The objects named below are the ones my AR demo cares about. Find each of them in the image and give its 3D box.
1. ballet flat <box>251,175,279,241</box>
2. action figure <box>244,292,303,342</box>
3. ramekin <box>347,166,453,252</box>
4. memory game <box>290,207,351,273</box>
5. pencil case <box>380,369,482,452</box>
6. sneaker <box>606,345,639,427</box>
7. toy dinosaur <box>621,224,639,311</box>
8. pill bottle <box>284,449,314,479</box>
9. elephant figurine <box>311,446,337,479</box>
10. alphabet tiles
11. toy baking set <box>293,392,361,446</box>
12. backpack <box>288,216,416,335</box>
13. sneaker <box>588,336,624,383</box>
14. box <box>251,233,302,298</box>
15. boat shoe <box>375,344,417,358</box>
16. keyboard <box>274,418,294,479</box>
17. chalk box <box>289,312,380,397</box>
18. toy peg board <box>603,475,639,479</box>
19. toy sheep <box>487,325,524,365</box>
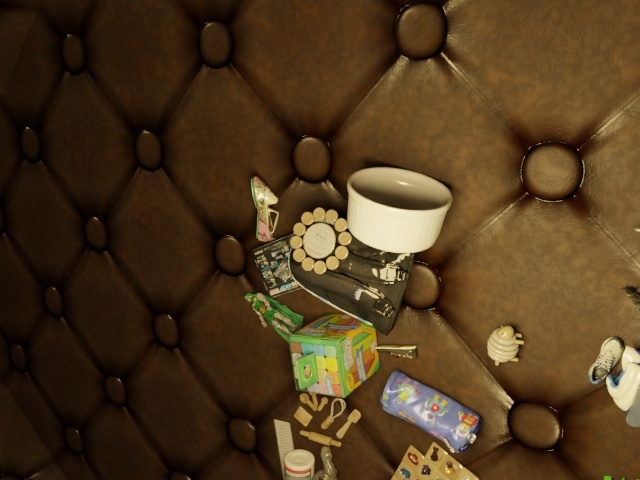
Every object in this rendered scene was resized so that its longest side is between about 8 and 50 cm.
[{"bbox_3d":[-0.173,-0.102,2.003,0.079,0.077,0.222,1,110,14],"label":"ballet flat"},{"bbox_3d":[-0.168,0.247,2.100,0.232,0.063,0.137,35,122,24],"label":"action figure"},{"bbox_3d":[0.200,-0.081,1.648,0.277,0.277,0.135,23,122,25],"label":"ramekin"},{"bbox_3d":[0.000,0.000,1.708,0.186,0.012,0.186,-4,81,25],"label":"memory game"},{"bbox_3d":[0.318,0.504,1.817,0.306,0.133,0.119,26,149,25],"label":"pencil case"},{"bbox_3d":[0.828,0.319,1.436,0.236,0.130,0.323,45,128,9],"label":"sneaker"},{"bbox_3d":[0.810,0.098,1.386,0.218,0.164,0.322,-40,59,18],"label":"toy dinosaur"},{"bbox_3d":[-0.074,0.839,2.174,0.108,0.108,0.180,11,108,30],"label":"pill bottle"},{"bbox_3d":[0.023,0.861,2.112,0.239,0.186,0.169,50,165,24],"label":"elephant figurine"},{"bbox_3d":[0.327,0.805,1.879,0.285,0.011,0.343,34,101,37],"label":"alphabet tiles"},{"bbox_3d":[0.015,0.605,2.099,0.256,0.030,0.197,13,110,29],"label":"toy baking set"},{"bbox_3d":[0.080,0.065,1.791,0.355,0.273,0.290,15,110,7],"label":"backpack"},{"bbox_3d":[0.714,0.305,1.551,0.052,0.058,0.135,27,116,24],"label":"sneaker"},{"bbox_3d":[-0.105,0.077,2.014,0.220,0.051,0.175,-22,91,35],"label":"box"},{"bbox_3d":[0.228,0.336,1.875,0.133,0.049,0.042,-2,94,29],"label":"boat shoe"},{"bbox_3d":[-0.122,0.769,2.243,0.072,0.014,0.256,-1,102,33],"label":"keyboard"},{"bbox_3d":[0.030,0.349,1.859,0.179,0.289,0.180,0,104,33],"label":"chalk box"},{"bbox_3d":[0.806,0.689,1.601,0.161,0.079,0.161,-5,116,34],"label":"toy peg board"},{"bbox_3d":[0.493,0.286,1.672,0.091,0.091,0.132,20,119,27],"label":"toy sheep"}]
